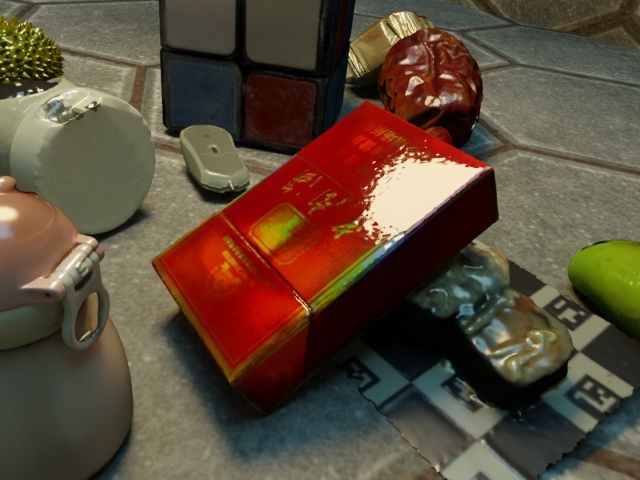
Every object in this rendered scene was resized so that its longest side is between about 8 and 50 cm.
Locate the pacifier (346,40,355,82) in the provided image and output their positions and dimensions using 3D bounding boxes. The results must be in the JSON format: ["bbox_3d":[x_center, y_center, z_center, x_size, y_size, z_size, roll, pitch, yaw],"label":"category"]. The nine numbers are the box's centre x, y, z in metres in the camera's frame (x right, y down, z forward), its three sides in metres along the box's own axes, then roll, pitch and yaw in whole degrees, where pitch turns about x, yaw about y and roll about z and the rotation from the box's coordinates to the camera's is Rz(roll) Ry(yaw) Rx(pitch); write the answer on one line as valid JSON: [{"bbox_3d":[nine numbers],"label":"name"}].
[{"bbox_3d":[0.060,-0.465,1.448,0.150,0.127,0.117,5,61,-56],"label":"pacifier"}]

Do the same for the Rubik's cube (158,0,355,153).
[{"bbox_3d":[-0.108,-0.381,1.068,0.313,0.316,0.318,11,34,6],"label":"Rubik's cube"}]

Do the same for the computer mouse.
[{"bbox_3d":[-0.171,-0.123,0.892,0.089,0.056,0.182,-12,45,-24],"label":"computer mouse"}]

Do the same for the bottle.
[{"bbox_3d":[-0.228,0.068,0.413,0.147,0.236,0.147,4,33,-3],"label":"bottle"}]

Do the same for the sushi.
[{"bbox_3d":[0.143,0.051,0.600,0.296,0.100,0.373,-24,43,-27],"label":"sushi"}]

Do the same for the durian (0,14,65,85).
[{"bbox_3d":[-0.600,-0.337,1.051,0.200,0.176,0.237,19,17,-18],"label":"durian"}]

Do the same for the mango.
[{"bbox_3d":[0.388,0.067,0.646,0.111,0.125,0.233,-31,17,-4],"label":"mango"}]

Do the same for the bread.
[{"bbox_3d":[0.174,-0.469,1.345,0.210,0.110,0.192,-25,-6,35],"label":"bread"}]

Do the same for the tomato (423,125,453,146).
[{"bbox_3d":[0.151,-0.099,0.861,0.091,0.159,0.139,45,26,-19],"label":"tomato"}]

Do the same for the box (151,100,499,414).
[{"bbox_3d":[0.001,0.000,0.575,0.313,0.089,0.197,-39,48,-10],"label":"box"}]

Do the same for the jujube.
[{"bbox_3d":[0.223,-0.299,1.127,0.216,0.216,0.342,5,45,-3],"label":"jujube"}]

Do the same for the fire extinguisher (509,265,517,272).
[{"bbox_3d":[0.206,0.051,0.721,0.100,0.046,0.032,4,-13,9],"label":"fire extinguisher"}]

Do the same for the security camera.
[{"bbox_3d":[-0.370,-0.125,0.745,0.236,0.194,0.194,20,35,28],"label":"security camera"}]
